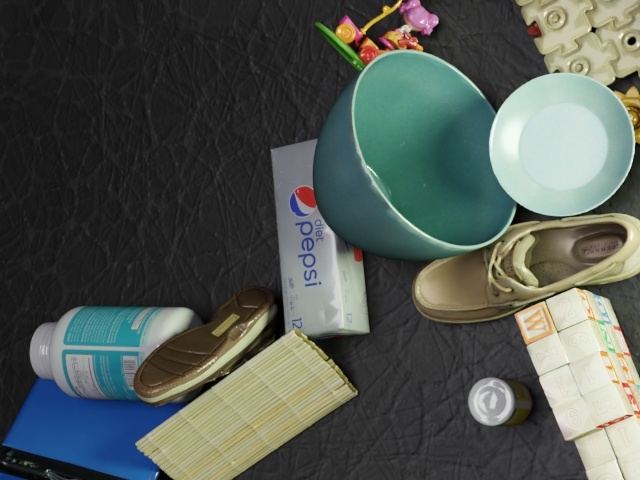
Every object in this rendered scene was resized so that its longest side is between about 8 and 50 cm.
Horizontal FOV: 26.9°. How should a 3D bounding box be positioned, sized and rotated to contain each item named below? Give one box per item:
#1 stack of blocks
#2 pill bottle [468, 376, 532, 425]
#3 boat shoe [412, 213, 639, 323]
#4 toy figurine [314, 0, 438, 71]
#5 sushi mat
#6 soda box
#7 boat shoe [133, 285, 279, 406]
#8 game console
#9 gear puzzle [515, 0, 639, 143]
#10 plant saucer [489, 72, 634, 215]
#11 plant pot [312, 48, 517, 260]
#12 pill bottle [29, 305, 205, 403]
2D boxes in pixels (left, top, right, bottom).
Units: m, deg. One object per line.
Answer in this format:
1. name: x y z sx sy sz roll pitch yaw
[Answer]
1. stack of blocks: 0.364 0.219 1.710 0.087 0.171 0.297 -26 73 21
2. pill bottle: 0.246 0.217 1.797 0.065 0.116 0.065 -4 80 26
3. boat shoe: 0.271 0.028 1.815 0.341 0.110 0.121 -19 75 22
4. toy figurine: 0.107 -0.312 1.955 0.173 0.130 0.159 44 93 2
5. sushi mat: -0.109 0.260 1.962 0.316 0.151 0.019 -37 24 17
6. soda box: 0.000 0.000 1.961 0.098 0.091 0.286 -11 78 26
7. boat shoe: -0.155 0.174 1.946 0.257 0.095 0.095 -34 44 -27
8. game console: -0.354 0.369 2.116 0.293 0.173 0.250 10 118 27
9. gear puzzle: 0.387 -0.282 1.847 0.175 0.044 0.339 -27 75 18
10. plant saucer: 0.327 -0.129 1.813 0.195 0.037 0.195 -1 88 17
11. plant pot: 0.101 -0.090 1.847 0.195 0.290 0.290 -31 68 47
12. pill bottle: -0.313 0.173 2.057 0.264 0.146 0.146 0 83 26
